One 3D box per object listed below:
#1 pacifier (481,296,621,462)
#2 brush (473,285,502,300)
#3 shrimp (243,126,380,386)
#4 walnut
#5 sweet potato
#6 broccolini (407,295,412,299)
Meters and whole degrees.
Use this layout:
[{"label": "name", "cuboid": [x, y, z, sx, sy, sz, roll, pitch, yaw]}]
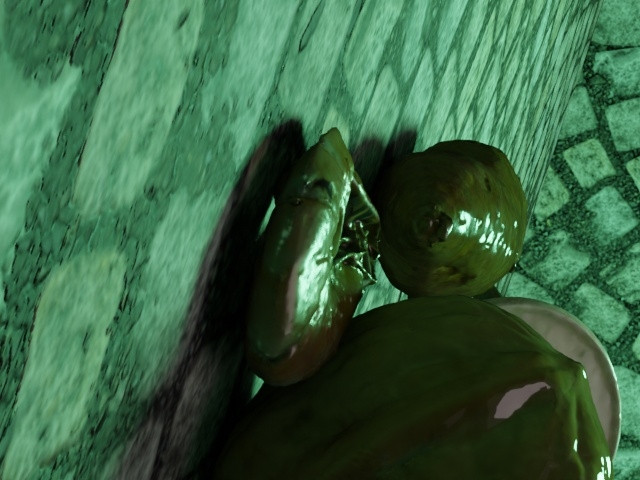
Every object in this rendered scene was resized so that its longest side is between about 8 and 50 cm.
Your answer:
[{"label": "pacifier", "cuboid": [0.100, 0.185, 1.370, 0.332, 0.220, 0.273, -39, 169, -9]}, {"label": "brush", "cuboid": [0.126, 0.021, 1.473, 0.196, 0.021, 0.070, -122, -142, -53]}, {"label": "shrimp", "cuboid": [0.001, 0.000, 0.993, 0.267, 0.061, 0.145, -28, 125, -73]}, {"label": "walnut", "cuboid": [0.057, 0.152, 1.022, 0.261, 0.225, 0.225, -38, 176, 13]}, {"label": "sweet potato", "cuboid": [0.094, -0.009, 1.283, 0.336, 0.131, 0.131, -29, 136, -76]}, {"label": "broccolini", "cuboid": [0.105, 0.052, 1.664, 0.051, 0.054, 0.239, -40, 147, -45]}]
